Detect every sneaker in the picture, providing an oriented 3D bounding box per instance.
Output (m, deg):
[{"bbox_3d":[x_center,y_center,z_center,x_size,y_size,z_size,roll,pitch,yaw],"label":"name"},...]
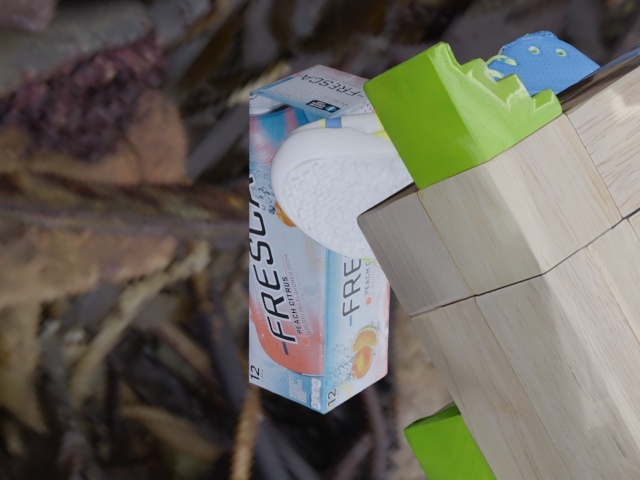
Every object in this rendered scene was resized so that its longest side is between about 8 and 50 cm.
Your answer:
[{"bbox_3d":[0.079,-0.050,0.979,0.240,0.126,0.091,9,137,-25],"label":"sneaker"}]

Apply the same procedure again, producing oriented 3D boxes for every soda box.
[{"bbox_3d":[0.000,0.000,1.054,0.063,0.058,0.183,-27,127,-45],"label":"soda box"}]

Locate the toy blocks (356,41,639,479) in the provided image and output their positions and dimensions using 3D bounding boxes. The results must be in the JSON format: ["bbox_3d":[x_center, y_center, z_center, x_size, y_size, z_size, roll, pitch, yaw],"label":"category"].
[{"bbox_3d":[0.198,0.048,0.830,0.261,0.381,0.191,-32,-175,-33],"label":"toy blocks"}]
